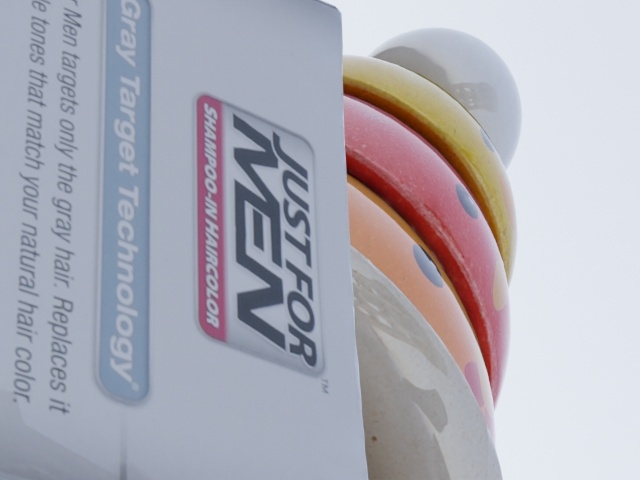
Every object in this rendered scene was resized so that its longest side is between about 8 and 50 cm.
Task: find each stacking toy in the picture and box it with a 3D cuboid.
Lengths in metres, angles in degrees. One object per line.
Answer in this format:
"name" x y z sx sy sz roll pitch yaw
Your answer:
"stacking toy" 0.000 0.000 1.121 0.351 0.480 0.350 14 -52 18

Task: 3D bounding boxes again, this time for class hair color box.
"hair color box" -0.168 -0.024 0.468 0.113 0.374 0.185 -37 -135 42
